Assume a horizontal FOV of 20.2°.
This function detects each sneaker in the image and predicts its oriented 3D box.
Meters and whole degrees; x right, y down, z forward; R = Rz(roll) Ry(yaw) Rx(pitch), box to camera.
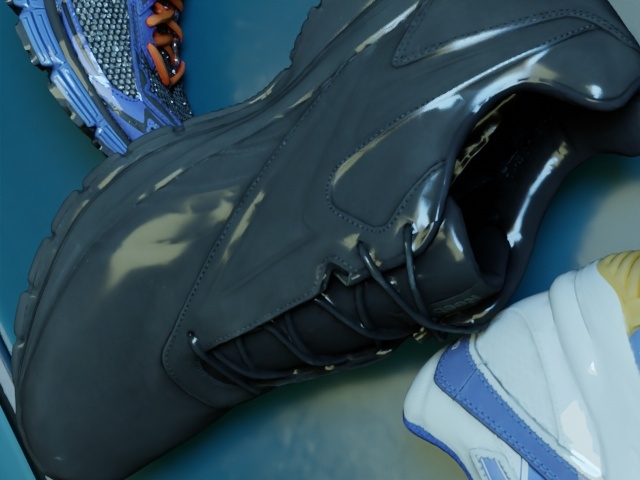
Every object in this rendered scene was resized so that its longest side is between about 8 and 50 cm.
[{"bbox_3d":[-0.085,-0.119,0.732,0.087,0.083,0.221,-23,83,6],"label":"sneaker"},{"bbox_3d":[0.125,0.158,0.647,0.131,0.112,0.296,-25,75,29],"label":"sneaker"},{"bbox_3d":[0.000,0.000,0.662,0.286,0.109,0.130,-45,50,11],"label":"sneaker"}]
